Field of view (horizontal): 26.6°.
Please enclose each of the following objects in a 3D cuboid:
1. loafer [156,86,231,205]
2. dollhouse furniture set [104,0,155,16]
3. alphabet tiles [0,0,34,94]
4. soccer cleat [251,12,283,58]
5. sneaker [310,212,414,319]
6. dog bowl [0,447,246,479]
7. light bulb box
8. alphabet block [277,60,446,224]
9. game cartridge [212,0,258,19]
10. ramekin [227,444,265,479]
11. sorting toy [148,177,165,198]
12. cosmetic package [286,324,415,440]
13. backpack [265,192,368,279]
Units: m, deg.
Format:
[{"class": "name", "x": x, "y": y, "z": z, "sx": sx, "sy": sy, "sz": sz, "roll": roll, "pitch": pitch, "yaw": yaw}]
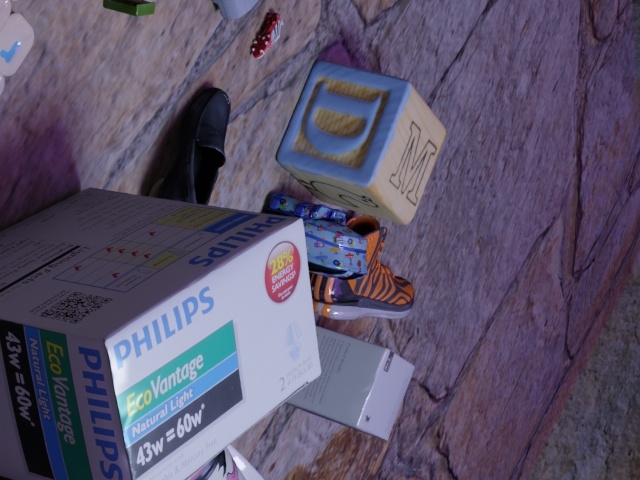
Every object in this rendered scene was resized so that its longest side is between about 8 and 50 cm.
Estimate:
[{"class": "loafer", "x": -0.166, "y": -0.125, "z": 1.940, "sx": 0.076, "sy": 0.078, "sz": 0.223, "roll": 45, "pitch": 51, "yaw": -41}, {"class": "dollhouse furniture set", "x": -0.243, "y": -0.366, "z": 1.721, "sx": 0.076, "sy": 0.058, "sz": 0.152, "roll": -23, "pitch": 124, "yaw": -56}, {"class": "alphabet tiles", "x": -0.421, "y": -0.260, "z": 1.496, "sx": 0.278, "sy": 0.021, "sz": 0.284, "roll": -63, "pitch": 150, "yaw": -20}, {"class": "soccer cleat", "x": -0.079, "y": -0.312, "z": 2.081, "sx": 0.035, "sy": 0.029, "sz": 0.083, "roll": 47, "pitch": 58, "yaw": -54}, {"class": "sneaker", "x": 0.097, "y": 0.046, "z": 2.489, "sx": 0.321, "sy": 0.124, "sz": 0.180, "roll": -3, "pitch": 108, "yaw": -61}, {"class": "dog bowl", "x": -0.293, "y": 0.306, "z": 1.663, "sx": 0.408, "sy": 0.408, "sz": 0.150, "roll": -35, "pitch": 121, "yaw": -50}, {"class": "light bulb box", "x": -0.249, "y": 0.112, "z": 1.608, "sx": 0.358, "sy": 0.361, "sz": 0.225, "roll": -33, "pitch": 124, "yaw": -47}, {"class": "alphabet block", "x": 0.072, "y": -0.163, "z": 2.266, "sx": 0.197, "sy": 0.192, "sz": 0.193, "roll": 39, "pitch": 72, "yaw": -59}, {"class": "game cartridge", "x": -0.080, "y": -0.487, "z": 1.961, "sx": 0.297, "sy": 0.062, "sz": 0.198, "roll": -55, "pitch": 151, "yaw": -31}, {"class": "ramekin", "x": -0.153, "y": 0.427, "z": 2.079, "sx": 0.135, "sy": 0.277, "sz": 0.277, "roll": -42, "pitch": 149, "yaw": 3}, {"class": "sorting toy", "x": -0.248, "y": 0.029, "z": 1.956, "sx": 0.307, "sy": 0.041, "sz": 0.229, "roll": 44, "pitch": 63, "yaw": -52}, {"class": "cosmetic package", "x": 0.044, "y": 0.254, "z": 2.442, "sx": 0.151, "sy": 0.183, "sz": 0.151, "roll": 36, "pitch": 73, "yaw": -61}, {"class": "backpack", "x": 0.000, "y": 0.000, "z": 2.236, "sx": 0.158, "sy": 0.173, "sz": 0.117, "roll": 15, "pitch": 92, "yaw": -61}]
